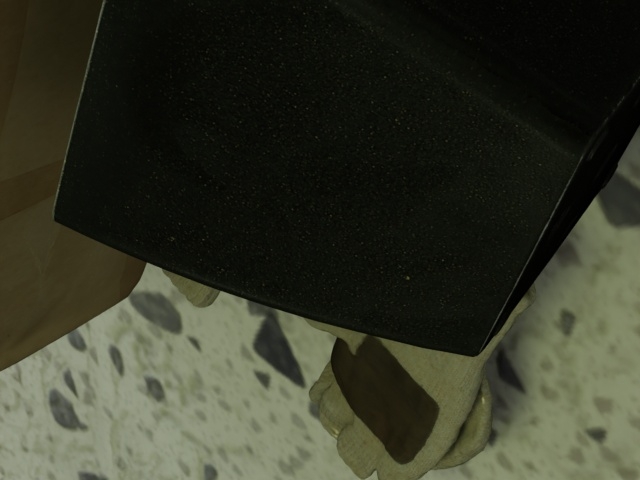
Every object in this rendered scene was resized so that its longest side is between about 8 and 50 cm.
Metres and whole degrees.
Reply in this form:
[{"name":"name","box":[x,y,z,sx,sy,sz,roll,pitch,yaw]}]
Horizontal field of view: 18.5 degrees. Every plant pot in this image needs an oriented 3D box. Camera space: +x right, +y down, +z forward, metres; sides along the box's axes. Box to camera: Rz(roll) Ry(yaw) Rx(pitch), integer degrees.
[{"name":"plant pot","box":[0.035,-0.073,0.718,0.167,0.187,0.188,32,138,10]}]

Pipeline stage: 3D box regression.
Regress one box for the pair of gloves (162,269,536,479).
[{"name":"pair of gloves","box":[0.000,0.000,0.910,0.240,0.042,0.204,45,147,22]}]

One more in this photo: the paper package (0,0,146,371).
[{"name":"paper package","box":[-0.195,-0.139,0.881,0.309,0.168,0.325,52,147,18]}]
